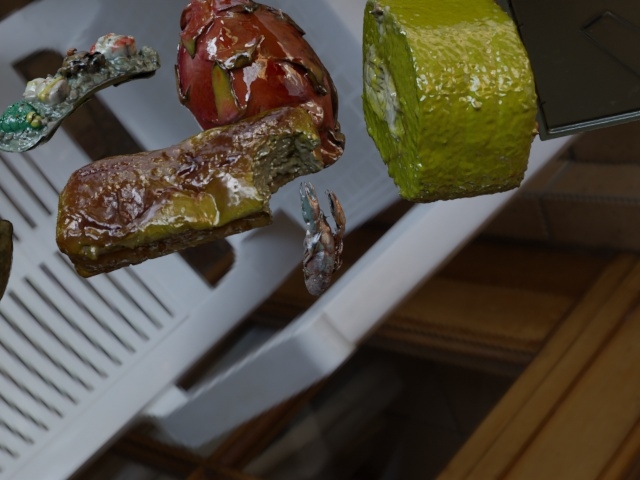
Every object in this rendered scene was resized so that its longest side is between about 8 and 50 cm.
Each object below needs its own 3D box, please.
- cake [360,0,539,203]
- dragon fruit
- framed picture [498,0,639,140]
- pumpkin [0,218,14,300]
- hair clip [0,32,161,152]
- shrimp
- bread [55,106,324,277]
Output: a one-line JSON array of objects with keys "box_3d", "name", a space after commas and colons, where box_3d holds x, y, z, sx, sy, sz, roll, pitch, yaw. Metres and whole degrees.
[{"box_3d": [0.124, -0.164, 1.209, 0.260, 0.156, 0.179, -114, 22, -53], "name": "cake"}, {"box_3d": [-0.097, -0.234, 1.792, 0.315, 0.250, 0.250, 36, 154, -28], "name": "dragon fruit"}, {"box_3d": [0.319, -0.223, 1.282, 0.211, 0.020, 0.289, -11, 143, 16], "name": "framed picture"}, {"box_3d": [-0.388, 0.091, 1.100, 0.312, 0.148, 0.169, -15, 84, 26], "name": "pumpkin"}, {"box_3d": [-0.403, -0.256, 1.891, 0.138, 0.321, 0.091, 10, 128, 35], "name": "hair clip"}, {"box_3d": [0.003, -0.003, 0.935, 0.029, 0.038, 0.092, 16, 112, 56], "name": "shrimp"}, {"box_3d": [-0.176, -0.069, 1.597, 0.380, 0.185, 0.109, -17, 130, 6], "name": "bread"}]
